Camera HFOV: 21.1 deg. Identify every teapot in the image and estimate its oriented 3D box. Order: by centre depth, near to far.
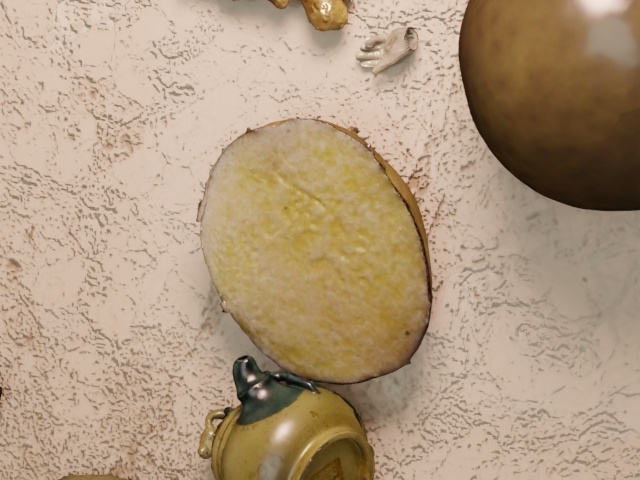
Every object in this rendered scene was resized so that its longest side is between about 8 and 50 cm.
[{"bbox_3d":[-0.045,0.241,1.823,0.183,0.173,0.269,20,132,41],"label":"teapot"}]

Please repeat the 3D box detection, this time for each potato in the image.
[{"bbox_3d":[0.000,0.000,1.791,0.239,0.116,0.299,-18,106,17],"label":"potato"}]

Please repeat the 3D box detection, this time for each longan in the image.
[{"bbox_3d":[0.277,-0.175,1.614,0.319,0.319,0.318,1,98,9],"label":"longan"}]

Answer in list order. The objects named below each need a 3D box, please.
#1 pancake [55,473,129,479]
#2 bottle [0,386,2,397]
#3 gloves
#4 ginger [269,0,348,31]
[{"bbox_3d":[-0.250,0.379,1.921,0.222,0.042,0.236,20,102,2],"label":"pancake"},{"bbox_3d":[-0.426,0.251,1.916,0.082,0.072,0.244,20,101,-5],"label":"bottle"},{"bbox_3d":[0.074,-0.198,1.785,0.081,0.037,0.044,-9,60,26],"label":"gloves"},{"bbox_3d":[-0.067,-0.293,1.792,0.176,0.052,0.193,-17,87,11],"label":"ginger"}]
